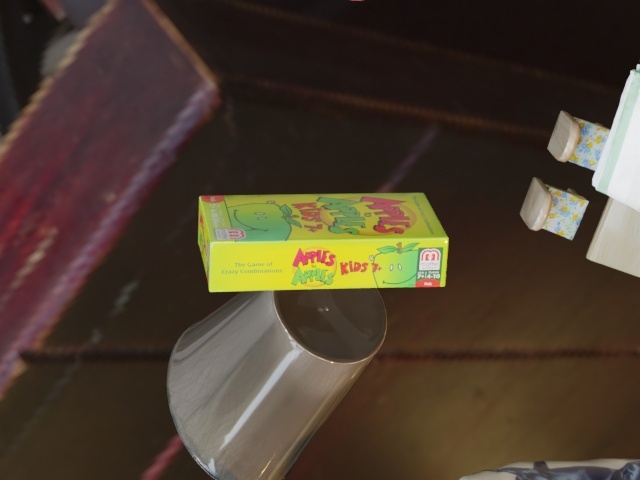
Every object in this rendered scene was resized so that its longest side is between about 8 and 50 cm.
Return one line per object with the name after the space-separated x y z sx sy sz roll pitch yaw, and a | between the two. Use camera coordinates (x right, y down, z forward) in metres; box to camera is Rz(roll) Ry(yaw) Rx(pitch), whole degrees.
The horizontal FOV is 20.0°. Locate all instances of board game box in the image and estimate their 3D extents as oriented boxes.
0.000 0.000 1.405 0.181 0.092 0.043 -1 114 -9 | board game box

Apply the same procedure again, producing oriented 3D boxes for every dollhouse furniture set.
0.344 -0.077 1.785 0.161 0.212 0.242 -98 -152 -77 | dollhouse furniture set

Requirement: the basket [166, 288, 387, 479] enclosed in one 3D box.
-0.041 0.117 1.846 0.154 0.204 0.227 4 148 -29 | basket

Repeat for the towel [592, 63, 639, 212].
0.296 -0.060 1.410 0.023 0.152 0.113 -32 143 -56 | towel

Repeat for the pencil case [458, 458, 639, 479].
0.283 0.256 1.393 0.410 0.160 0.183 -1 122 -3 | pencil case
